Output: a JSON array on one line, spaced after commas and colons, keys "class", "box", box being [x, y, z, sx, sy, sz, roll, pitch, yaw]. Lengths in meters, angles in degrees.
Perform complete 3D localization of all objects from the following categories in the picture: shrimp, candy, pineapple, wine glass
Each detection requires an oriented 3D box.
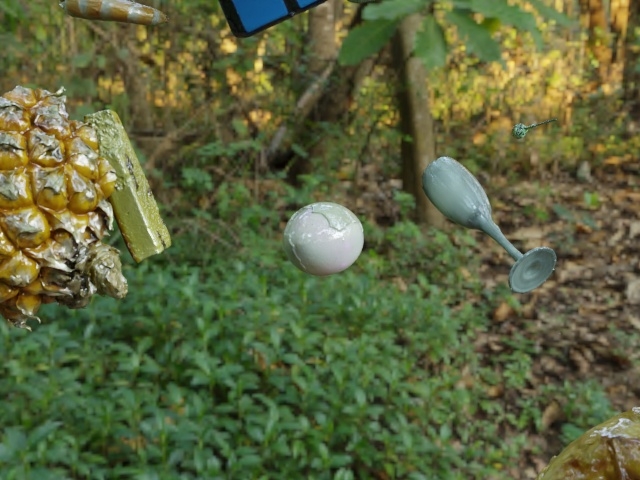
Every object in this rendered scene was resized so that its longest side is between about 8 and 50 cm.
[{"class": "shrimp", "box": [-0.335, -0.386, 1.510, 0.161, 0.049, 0.166, 14, 15, 18]}, {"class": "candy", "box": [0.356, -0.188, 1.510, 0.083, 0.023, 0.025, -11, 21, 43]}, {"class": "pineapple", "box": [-0.398, -0.011, 1.170, 0.286, 0.344, 0.209, 36, 13, 18]}, {"class": "wine glass", "box": [0.313, 0.019, 1.697, 0.096, 0.264, 0.309, -29, 46, -8]}]

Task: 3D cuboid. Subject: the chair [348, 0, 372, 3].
[{"class": "chair", "box": [0.080, -0.546, 1.365, 0.160, 0.319, 0.186, 2, 35, 48]}]

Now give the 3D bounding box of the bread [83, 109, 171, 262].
[{"class": "bread", "box": [-0.283, -0.082, 1.313, 0.049, 0.226, 0.088, -21, 6, 8]}]

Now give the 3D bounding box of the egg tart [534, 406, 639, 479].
[{"class": "egg tart", "box": [0.427, 0.423, 1.097, 0.178, 0.443, 0.443, 27, -8, -39]}]

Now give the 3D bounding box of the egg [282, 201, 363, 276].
[{"class": "egg", "box": [0.000, 0.000, 2.203, 0.183, 0.183, 0.217, 9, 21, 35]}]

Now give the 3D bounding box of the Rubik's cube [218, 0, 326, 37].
[{"class": "Rubik's cube", "box": [-0.079, -0.548, 1.609, 0.288, 0.284, 0.293, -24, 16, 6]}]
